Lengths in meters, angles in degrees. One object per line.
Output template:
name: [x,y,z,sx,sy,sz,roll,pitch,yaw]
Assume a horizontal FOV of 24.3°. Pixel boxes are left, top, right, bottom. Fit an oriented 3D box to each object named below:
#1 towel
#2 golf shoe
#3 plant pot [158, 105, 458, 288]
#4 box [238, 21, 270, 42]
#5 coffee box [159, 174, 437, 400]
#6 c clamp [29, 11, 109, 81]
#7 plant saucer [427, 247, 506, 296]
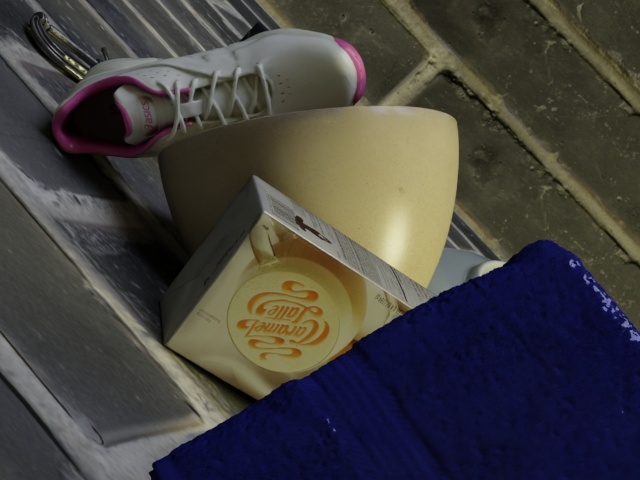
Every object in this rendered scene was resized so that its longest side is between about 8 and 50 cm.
towel: [0.078,0.154,0.905,0.228,0.308,0.076,54,-12,29]
golf shoe: [-0.110,-0.124,1.395,0.140,0.306,0.115,-43,122,-66]
plant pot: [0.000,0.000,1.397,0.284,0.284,0.191,14,67,-71]
box: [-0.078,-0.177,1.974,0.093,0.156,0.158,34,15,-43]
coffee box: [0.006,0.077,1.253,0.246,0.141,0.098,34,13,-19]
c clamp: [-0.279,-0.209,1.692,0.160,0.022,0.137,36,19,-50]
plant saucer: [0.253,0.135,1.923,0.400,0.100,0.400,32,29,-20]
